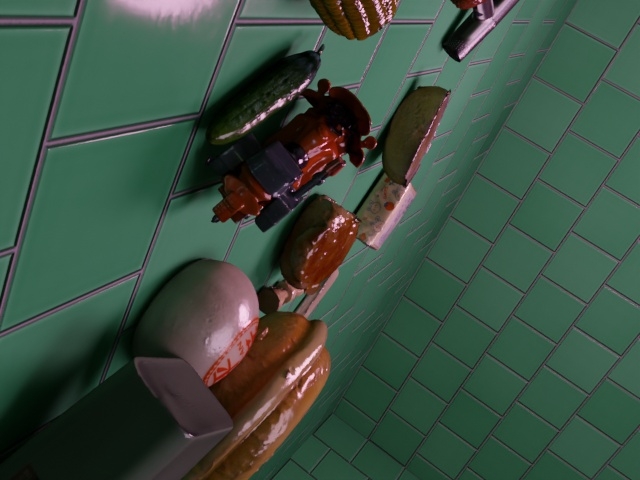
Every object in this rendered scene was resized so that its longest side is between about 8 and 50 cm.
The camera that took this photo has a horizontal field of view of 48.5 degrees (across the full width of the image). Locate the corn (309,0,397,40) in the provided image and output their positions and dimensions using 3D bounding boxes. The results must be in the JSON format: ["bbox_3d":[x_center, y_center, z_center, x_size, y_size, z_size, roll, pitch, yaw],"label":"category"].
[{"bbox_3d":[0.017,-0.337,0.807,0.120,0.120,0.363,-55,162,-2],"label":"corn"}]

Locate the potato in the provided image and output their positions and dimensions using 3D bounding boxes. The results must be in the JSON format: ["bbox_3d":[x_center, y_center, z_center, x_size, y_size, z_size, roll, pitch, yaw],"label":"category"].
[{"bbox_3d":[0.214,-0.249,1.660,0.243,0.098,0.138,-63,168,6],"label":"potato"}]

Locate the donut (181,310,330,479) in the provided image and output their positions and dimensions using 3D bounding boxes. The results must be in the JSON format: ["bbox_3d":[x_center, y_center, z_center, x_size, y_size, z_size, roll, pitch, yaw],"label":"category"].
[{"bbox_3d":[-0.153,0.315,1.381,0.449,0.198,0.449,-45,-179,1],"label":"donut"}]

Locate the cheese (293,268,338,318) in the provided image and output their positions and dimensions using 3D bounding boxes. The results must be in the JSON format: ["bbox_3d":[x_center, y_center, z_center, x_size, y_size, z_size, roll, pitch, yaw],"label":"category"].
[{"bbox_3d":[-0.074,0.227,1.909,0.400,0.034,0.085,-53,170,-10],"label":"cheese"}]

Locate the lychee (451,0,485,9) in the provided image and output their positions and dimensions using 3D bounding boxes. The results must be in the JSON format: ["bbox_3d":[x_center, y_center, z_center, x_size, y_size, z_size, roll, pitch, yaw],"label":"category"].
[{"bbox_3d":[0.293,-0.500,1.343,0.101,0.114,0.140,-30,-149,58],"label":"lychee"}]

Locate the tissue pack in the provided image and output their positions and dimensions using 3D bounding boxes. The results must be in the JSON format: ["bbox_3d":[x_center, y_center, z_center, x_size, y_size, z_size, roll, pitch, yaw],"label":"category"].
[{"bbox_3d":[0.161,-0.077,1.871,0.196,0.092,0.148,-57,166,1],"label":"tissue pack"}]

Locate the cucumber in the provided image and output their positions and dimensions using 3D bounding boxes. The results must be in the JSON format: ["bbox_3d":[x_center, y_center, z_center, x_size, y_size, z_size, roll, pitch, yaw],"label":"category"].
[{"bbox_3d":[-0.069,-0.196,0.954,0.250,0.056,0.056,-44,161,-31],"label":"cucumber"}]

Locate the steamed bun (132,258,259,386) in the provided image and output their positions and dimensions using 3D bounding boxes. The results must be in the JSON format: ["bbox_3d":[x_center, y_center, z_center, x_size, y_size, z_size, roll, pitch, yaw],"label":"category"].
[{"bbox_3d":[-0.185,0.150,1.156,0.232,0.145,0.232,-50,164,-20],"label":"steamed bun"}]

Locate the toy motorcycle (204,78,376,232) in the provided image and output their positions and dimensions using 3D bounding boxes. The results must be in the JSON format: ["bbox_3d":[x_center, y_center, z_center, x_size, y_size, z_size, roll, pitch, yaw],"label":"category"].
[{"bbox_3d":[-0.037,-0.123,1.047,0.221,0.148,0.326,-37,-174,29],"label":"toy motorcycle"}]

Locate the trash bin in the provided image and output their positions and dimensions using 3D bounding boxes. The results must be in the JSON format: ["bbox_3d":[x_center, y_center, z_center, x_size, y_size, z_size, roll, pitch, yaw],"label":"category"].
[{"bbox_3d":[-0.309,0.315,0.963,0.343,0.158,0.223,-43,165,2],"label":"trash bin"}]

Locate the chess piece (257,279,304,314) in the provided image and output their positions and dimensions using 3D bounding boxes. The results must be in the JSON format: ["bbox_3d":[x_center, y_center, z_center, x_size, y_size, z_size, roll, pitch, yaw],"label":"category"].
[{"bbox_3d":[-0.082,0.117,1.599,0.060,0.060,0.172,-61,167,20],"label":"chess piece"}]

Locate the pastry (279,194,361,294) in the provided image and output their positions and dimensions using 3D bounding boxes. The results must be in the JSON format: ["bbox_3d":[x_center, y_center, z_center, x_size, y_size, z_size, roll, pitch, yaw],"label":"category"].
[{"bbox_3d":[0.000,0.000,1.511,0.229,0.100,0.219,-32,149,-46],"label":"pastry"}]

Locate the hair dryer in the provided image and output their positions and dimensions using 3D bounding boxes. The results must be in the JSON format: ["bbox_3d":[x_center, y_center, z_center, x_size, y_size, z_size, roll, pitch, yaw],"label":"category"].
[{"bbox_3d":[0.405,-0.551,1.519,0.320,0.155,0.284,-46,175,-5],"label":"hair dryer"}]
